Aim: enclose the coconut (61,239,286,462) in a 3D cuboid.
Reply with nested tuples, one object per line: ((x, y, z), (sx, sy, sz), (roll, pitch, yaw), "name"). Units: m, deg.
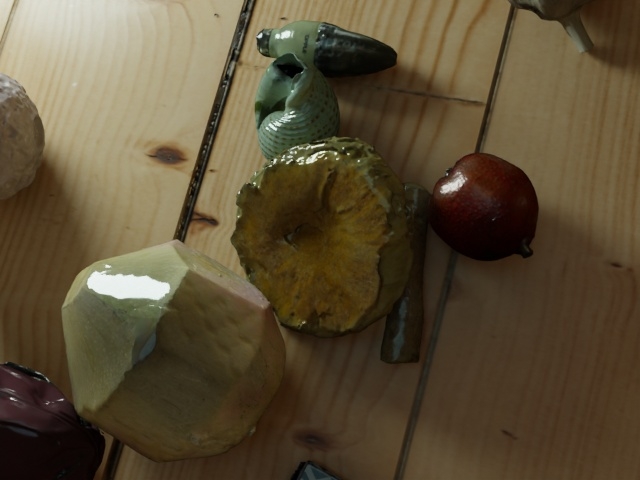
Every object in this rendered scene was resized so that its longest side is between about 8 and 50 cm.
((-0.246, 0.168, 1.279), (0.352, 0.352, 0.353), (-3, 78, 13), "coconut")

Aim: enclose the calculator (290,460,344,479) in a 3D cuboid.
((-0.021, 0.505, 1.295), (0.165, 0.028, 0.274), (27, 87, 14), "calculator")

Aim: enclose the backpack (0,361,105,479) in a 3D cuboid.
((-0.508, 0.308, 1.338), (0.317, 0.283, 0.197), (6, 45, 10), "backpack")

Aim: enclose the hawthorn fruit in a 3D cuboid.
((0.263, -0.043, 1.279), (0.169, 0.169, 0.188), (-42, 76, 2), "hawthorn fruit")

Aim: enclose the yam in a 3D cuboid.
((0.142, 0.053, 1.332), (0.066, 0.066, 0.300), (3, 79, 14), "yam")

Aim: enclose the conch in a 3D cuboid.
((-0.028, -0.215, 1.389), (0.200, 0.131, 0.172), (-50, 38, 37), "conch")

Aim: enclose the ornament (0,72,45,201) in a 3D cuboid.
((-0.616, -0.185, 1.464), (0.225, 0.259, 0.260), (-4, 77, -1), "ornament")

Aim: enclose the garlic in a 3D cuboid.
((0.402, -0.410, 1.330), (0.218, 0.219, 0.212), (-10, 114, 11), "garlic")

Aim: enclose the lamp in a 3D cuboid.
((0.010, -0.333, 1.425), (0.250, 0.101, 0.101), (9, 81, 12), "lamp")

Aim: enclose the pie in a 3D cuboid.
((0.000, 0.000, 1.311), (0.339, 0.083, 0.340), (5, 102, 27), "pie")
